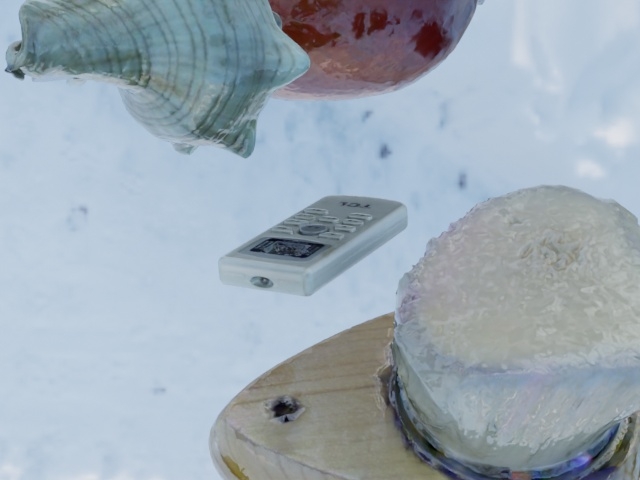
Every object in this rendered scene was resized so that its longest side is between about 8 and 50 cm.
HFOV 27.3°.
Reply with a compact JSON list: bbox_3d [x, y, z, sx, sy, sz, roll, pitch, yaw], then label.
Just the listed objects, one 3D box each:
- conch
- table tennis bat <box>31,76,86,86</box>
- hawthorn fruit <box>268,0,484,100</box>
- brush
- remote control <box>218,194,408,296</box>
[{"bbox_3d":[-0.067,-0.120,0.695,0.234,0.114,0.137,45,38,-70],"label":"conch"},{"bbox_3d":[-0.204,-0.142,1.128,0.156,0.087,0.013,-169,-111,-75],"label":"table tennis bat"},{"bbox_3d":[-0.007,-0.265,1.305,0.295,0.311,0.295,-53,161,-27],"label":"hawthorn fruit"},{"bbox_3d":[0.066,0.083,0.759,0.166,0.267,0.174,88,-8,-45],"label":"brush"},{"bbox_3d":[0.000,0.000,1.091,0.190,0.088,0.029,-31,123,-55],"label":"remote control"}]
